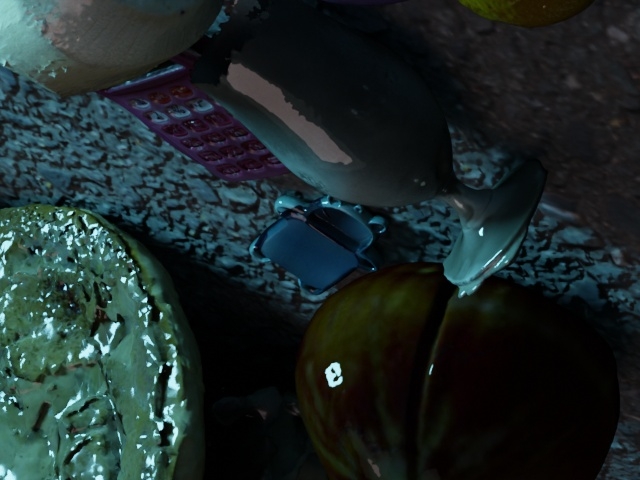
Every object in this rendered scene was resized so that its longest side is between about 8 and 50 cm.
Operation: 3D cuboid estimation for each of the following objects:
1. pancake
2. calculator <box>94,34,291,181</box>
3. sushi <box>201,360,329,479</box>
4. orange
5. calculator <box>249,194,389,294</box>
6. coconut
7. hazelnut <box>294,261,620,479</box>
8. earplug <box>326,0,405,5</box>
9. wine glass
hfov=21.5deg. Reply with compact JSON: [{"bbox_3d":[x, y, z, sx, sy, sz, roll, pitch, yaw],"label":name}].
[{"bbox_3d":[-0.240,0.155,1.387,0.387,0.387,0.082,4,171,36],"label":"pancake"},{"bbox_3d":[-0.090,-0.100,1.148,0.190,0.034,0.127,34,152,-33],"label":"calculator"},{"bbox_3d":[-0.100,0.255,1.483,0.294,0.299,0.281,3,166,41],"label":"sushi"},{"bbox_3d":[0.108,-0.151,0.859,0.095,0.085,0.085,5,145,23],"label":"orange"},{"bbox_3d":[0.000,0.000,1.259,0.094,0.019,0.141,33,149,-11],"label":"calculator"},{"bbox_3d":[-0.140,-0.165,0.973,0.162,0.161,0.161,-7,136,49],"label":"coconut"},{"bbox_3d":[0.086,0.121,1.176,0.229,0.229,0.229,21,150,12],"label":"hazelnut"},{"bbox_3d":[-0.097,-0.267,0.734,0.456,0.215,0.215,31,151,-14],"label":"earplug"},{"bbox_3d":[0.028,-0.066,1.041,0.222,0.103,0.103,35,150,-13],"label":"wine glass"}]
